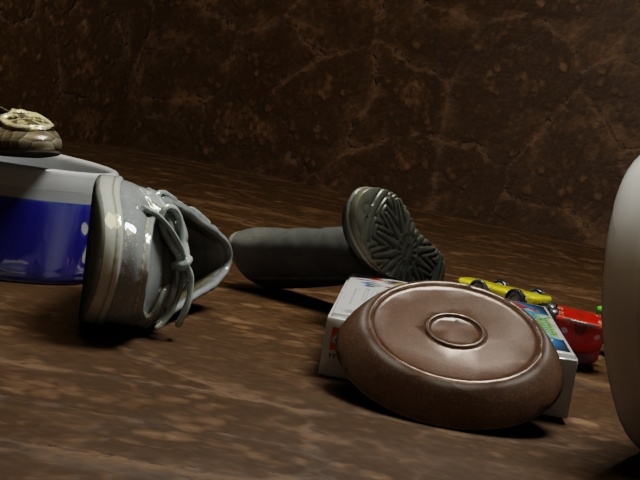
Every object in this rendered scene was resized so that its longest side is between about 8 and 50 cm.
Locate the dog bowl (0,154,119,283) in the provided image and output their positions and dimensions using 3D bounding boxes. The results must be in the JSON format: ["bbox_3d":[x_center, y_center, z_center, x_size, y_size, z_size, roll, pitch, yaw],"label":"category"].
[{"bbox_3d":[-0.327,-0.037,1.436,0.265,0.104,0.265,10,6,-1],"label":"dog bowl"}]

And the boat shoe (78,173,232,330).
[{"bbox_3d":[-0.133,0.013,1.254,0.103,0.118,0.320,6,-2,0],"label":"boat shoe"}]

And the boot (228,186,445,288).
[{"bbox_3d":[-0.001,0.001,1.520,0.209,0.076,0.189,10,-26,34],"label":"boot"}]

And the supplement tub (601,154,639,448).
[{"bbox_3d":[0.368,0.044,1.020,0.316,0.228,0.228,0,0,27],"label":"supplement tub"}]

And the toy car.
[{"bbox_3d":[0.278,0.091,1.568,0.225,0.053,0.239,9,6,-26],"label":"toy car"}]

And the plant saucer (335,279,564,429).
[{"bbox_3d":[0.095,0.075,1.112,0.169,0.029,0.168,5,30,-3],"label":"plant saucer"}]

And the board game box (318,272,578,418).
[{"bbox_3d":[0.106,0.082,1.300,0.193,0.053,0.305,10,5,4],"label":"board game box"}]

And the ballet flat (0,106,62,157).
[{"bbox_3d":[-0.307,-0.112,1.387,0.084,0.058,0.250,6,7,-36],"label":"ballet flat"}]
